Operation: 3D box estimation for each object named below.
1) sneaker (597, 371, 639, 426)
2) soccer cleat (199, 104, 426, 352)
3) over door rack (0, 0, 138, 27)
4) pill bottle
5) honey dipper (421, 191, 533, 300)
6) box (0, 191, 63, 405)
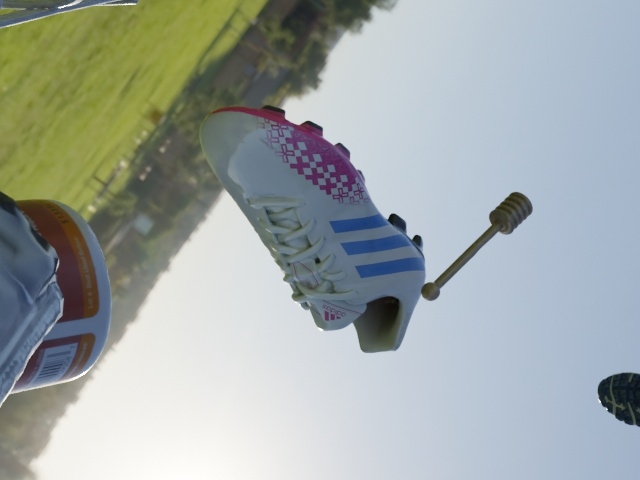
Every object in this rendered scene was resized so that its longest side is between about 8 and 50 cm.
[{"bbox_3d":[0.340,0.156,1.068,0.058,0.135,0.052,5,90,-65],"label":"sneaker"},{"bbox_3d":[0.000,0.000,1.061,0.116,0.331,0.143,-8,-124,38],"label":"soccer cleat"},{"bbox_3d":[-0.307,-0.179,0.781,0.324,0.108,0.239,-9,-166,23],"label":"over door rack"},{"bbox_3d":[-0.242,0.041,0.638,0.216,0.121,0.121,-7,147,-46],"label":"pill bottle"},{"bbox_3d":[0.149,0.006,1.059,0.160,0.030,0.030,-40,179,-31],"label":"honey dipper"},{"bbox_3d":[-0.342,0.120,0.164,0.480,0.297,0.472,-40,-170,7],"label":"box"}]
